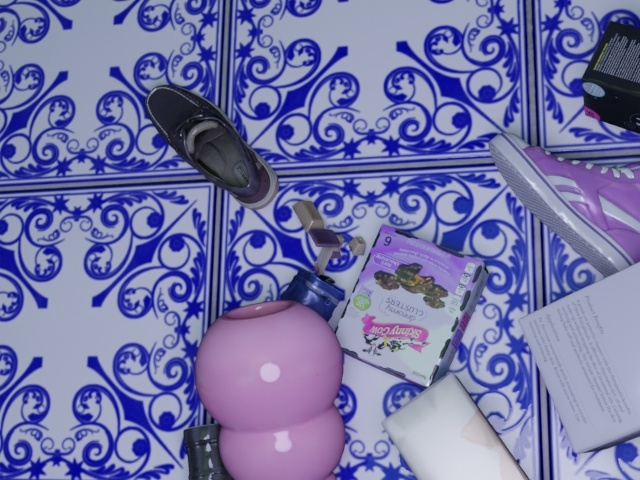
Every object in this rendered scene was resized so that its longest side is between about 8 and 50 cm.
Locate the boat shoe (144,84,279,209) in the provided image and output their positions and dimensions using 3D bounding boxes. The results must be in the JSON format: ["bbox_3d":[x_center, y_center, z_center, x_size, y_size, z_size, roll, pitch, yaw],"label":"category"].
[{"bbox_3d":[-0.182,-0.162,1.530,0.103,0.092,0.285,-44,70,0],"label":"boat shoe"}]

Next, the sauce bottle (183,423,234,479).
[{"bbox_3d":[-0.144,0.435,1.359,0.111,0.111,0.344,-13,75,11],"label":"sauce bottle"}]

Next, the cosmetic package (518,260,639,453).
[{"bbox_3d":[0.465,0.115,1.212,0.365,0.155,0.197,-28,69,24],"label":"cosmetic package"}]

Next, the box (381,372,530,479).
[{"bbox_3d":[0.221,0.341,1.275,0.121,0.148,0.311,-35,72,2],"label":"box"}]

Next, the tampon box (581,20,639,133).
[{"bbox_3d":[0.465,-0.218,1.359,0.161,0.120,0.101,23,79,24],"label":"tampon box"}]

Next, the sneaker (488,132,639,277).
[{"bbox_3d":[0.382,-0.083,1.374,0.161,0.102,0.282,-45,81,-4],"label":"sneaker"}]

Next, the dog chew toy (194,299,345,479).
[{"bbox_3d":[-0.055,0.255,1.331,0.206,0.206,0.332,-9,97,12],"label":"dog chew toy"}]

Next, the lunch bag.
[{"bbox_3d":[-0.009,0.079,1.421,0.067,0.098,0.065,33,84,-19],"label":"lunch bag"}]

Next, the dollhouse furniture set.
[{"bbox_3d":[0.000,0.000,1.489,0.114,0.091,0.081,60,138,41],"label":"dollhouse furniture set"}]

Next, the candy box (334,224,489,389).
[{"bbox_3d":[0.130,0.099,1.394,0.164,0.070,0.196,21,82,22],"label":"candy box"}]
